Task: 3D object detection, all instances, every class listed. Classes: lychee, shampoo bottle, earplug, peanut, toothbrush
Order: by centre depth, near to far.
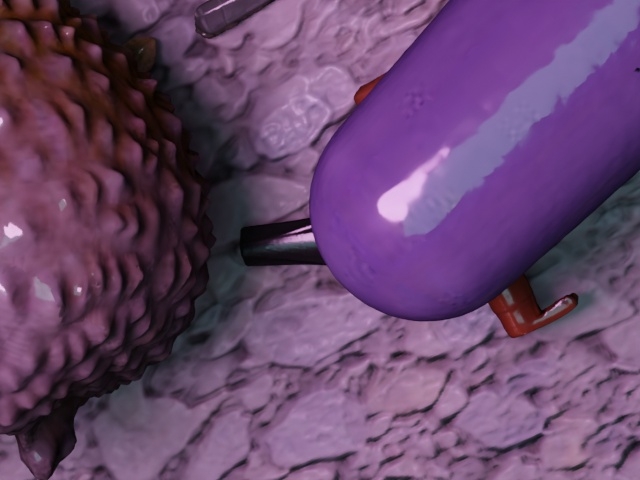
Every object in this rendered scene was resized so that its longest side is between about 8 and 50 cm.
[{"bbox_3d":[0.176,-0.129,1.162,0.215,0.215,0.456,45,95,-1],"label":"earplug"},{"bbox_3d":[-0.268,-0.024,1.224,0.380,0.380,0.432,-15,91,13],"label":"lychee"},{"bbox_3d":[0.117,-0.034,1.301,0.085,0.085,0.244,-29,95,15],"label":"shampoo bottle"},{"bbox_3d":[0.022,-0.244,1.302,0.297,0.030,0.030,-27,104,16],"label":"toothbrush"},{"bbox_3d":[-0.170,-0.145,1.356,0.083,0.037,0.037,-43,91,19],"label":"peanut"},{"bbox_3d":[0.000,0.000,1.357,0.137,0.027,0.048,-5,103,11],"label":"shampoo bottle"}]
